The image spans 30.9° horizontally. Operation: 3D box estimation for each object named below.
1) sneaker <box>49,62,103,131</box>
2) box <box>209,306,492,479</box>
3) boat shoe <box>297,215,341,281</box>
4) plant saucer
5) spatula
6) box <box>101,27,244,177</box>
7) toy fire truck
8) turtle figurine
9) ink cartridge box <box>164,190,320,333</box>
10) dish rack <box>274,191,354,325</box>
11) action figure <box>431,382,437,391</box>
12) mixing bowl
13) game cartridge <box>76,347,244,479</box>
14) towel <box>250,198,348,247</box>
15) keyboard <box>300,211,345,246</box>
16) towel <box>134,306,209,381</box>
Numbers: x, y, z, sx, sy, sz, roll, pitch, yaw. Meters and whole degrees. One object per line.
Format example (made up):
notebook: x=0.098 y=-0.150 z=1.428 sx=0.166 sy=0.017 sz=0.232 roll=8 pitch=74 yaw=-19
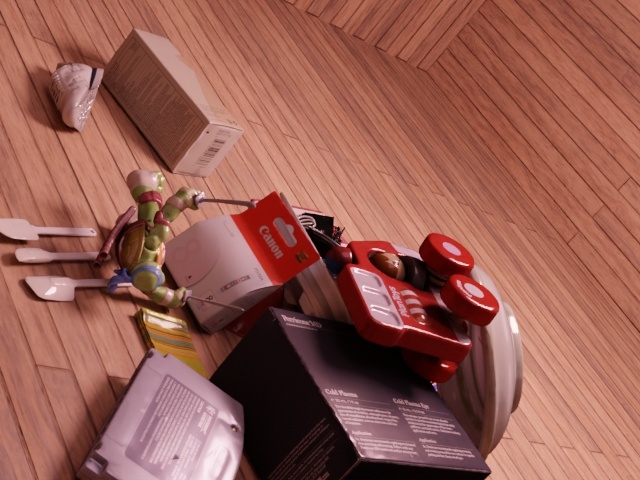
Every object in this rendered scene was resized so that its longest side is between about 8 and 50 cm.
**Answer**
sneaker: x=-0.491 y=-0.286 z=2.270 sx=0.095 sy=0.090 sz=0.235 roll=20 pitch=23 yaw=-13
box: x=0.048 y=0.298 z=1.864 sx=0.343 sy=0.179 sz=0.312 roll=17 pitch=31 yaw=-45
boat shoe: x=-0.040 y=0.002 z=2.357 sx=0.254 sy=0.079 sz=0.095 roll=36 pitch=55 yaw=22
plant saucer: x=0.300 y=0.220 z=2.157 sx=0.100 sy=0.400 sz=0.400 roll=-2 pitch=34 yaw=-8
spatula: x=-0.410 y=0.031 z=1.863 sx=0.168 sy=0.019 sz=0.242 roll=48 pitch=19 yaw=21
box: x=-0.319 y=-0.292 z=2.455 sx=0.311 sy=0.148 sz=0.121 roll=52 pitch=24 yaw=24
toy fire truck: x=0.137 y=0.090 z=1.966 sx=0.254 sy=0.169 sz=0.302 roll=19 pitch=27 yaw=-27
turtle figurine: x=-0.241 y=0.003 z=1.939 sx=0.266 sy=0.274 sz=0.198 roll=-121 pitch=-170 yaw=-52
ink cartridge box: x=-0.145 y=0.025 z=2.018 sx=0.189 sy=0.232 sz=0.066 roll=55 pitch=4 yaw=35
dish rack: x=-0.020 y=0.101 z=2.139 sx=0.285 sy=0.072 sz=0.333 roll=73 pitch=-10 yaw=-48
action figure: x=0.232 y=0.307 z=2.353 sx=0.038 sy=0.030 sz=0.115 roll=50 pitch=25 yaw=11
mixing bowl: x=-0.132 y=0.083 z=2.097 sx=0.181 sy=0.098 sz=0.181 roll=34 pitch=23 yaw=-17
game cartridge: x=-0.207 y=0.287 z=1.617 sx=0.196 sy=0.060 sz=0.294 roll=34 pitch=27 yaw=-6
towel: x=0.002 y=0.040 z=2.486 sx=0.237 sy=0.037 sz=0.329 roll=11 pitch=34 yaw=-47
keyboard: x=0.000 y=0.000 z=2.489 sx=0.100 sy=0.038 sz=0.192 roll=10 pitch=27 yaw=-2
towel: x=-0.218 y=0.203 z=1.831 sx=0.102 sy=0.021 sz=0.237 roll=18 pitch=31 yaw=-42
